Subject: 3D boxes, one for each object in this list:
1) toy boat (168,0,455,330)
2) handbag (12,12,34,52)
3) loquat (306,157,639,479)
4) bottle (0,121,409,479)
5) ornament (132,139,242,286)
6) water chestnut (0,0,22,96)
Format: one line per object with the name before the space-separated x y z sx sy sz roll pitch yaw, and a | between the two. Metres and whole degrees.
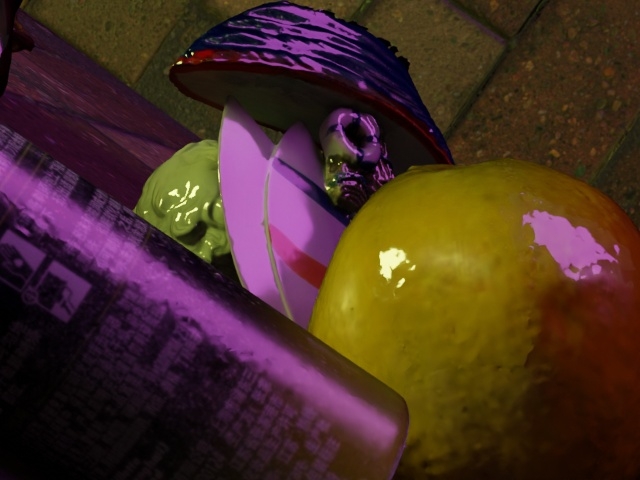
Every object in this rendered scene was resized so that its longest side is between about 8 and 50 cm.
toy boat | -0.017 -0.024 1.005 0.219 0.072 0.318 42 45 -15
handbag | -0.376 -0.223 1.359 0.275 0.084 0.260 33 7 -20
loquat | 0.089 0.076 0.852 0.213 0.213 0.246 33 35 -32
bottle | -0.125 0.004 0.573 0.330 0.093 0.093 35 4 -11
ornament | -0.006 0.024 1.128 0.285 0.120 0.130 28 25 -38
water chestnut | -0.174 -0.112 0.337 0.244 0.289 0.289 11 -4 17
